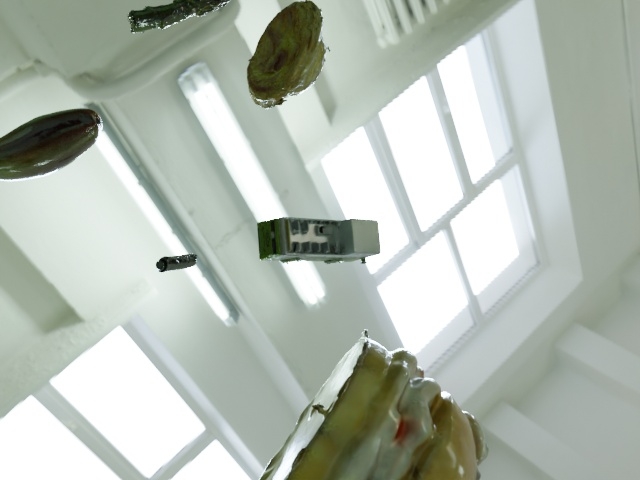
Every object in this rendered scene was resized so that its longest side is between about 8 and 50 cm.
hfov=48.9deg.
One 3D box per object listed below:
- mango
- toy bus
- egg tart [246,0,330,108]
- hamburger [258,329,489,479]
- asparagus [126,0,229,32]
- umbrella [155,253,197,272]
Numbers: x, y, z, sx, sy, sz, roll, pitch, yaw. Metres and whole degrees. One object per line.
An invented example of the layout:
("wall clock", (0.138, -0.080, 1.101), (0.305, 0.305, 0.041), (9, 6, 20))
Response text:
("mango", (-0.557, -0.186, 1.398), (0.267, 0.111, 0.133), (-32, -139, -32))
("toy bus", (0.000, 0.000, 1.694), (0.139, 0.301, 0.113), (-15, -102, 48))
("egg tart", (-0.073, -0.462, 1.789), (0.294, 0.116, 0.295), (-24, -125, 40))
("hamburger", (0.072, 0.273, 0.834), (0.236, 0.276, 0.276), (35, -120, 3))
("asparagus", (-0.190, -0.322, 0.975), (0.165, 0.036, 0.030), (-30, -157, -27))
("umbrella", (-0.317, 0.048, 1.554), (0.031, 0.036, 0.133), (1, -175, 22))
